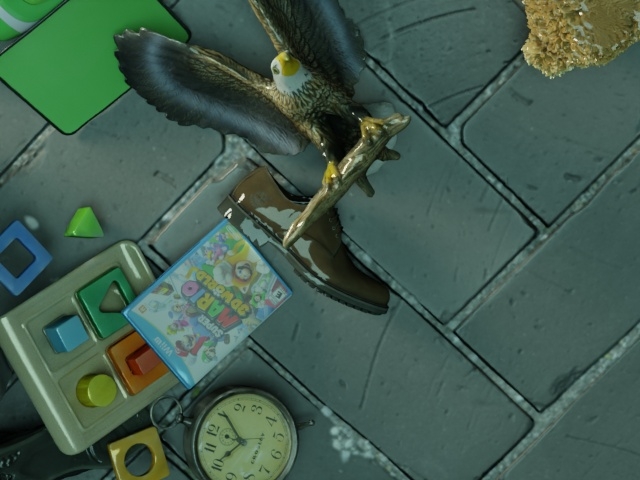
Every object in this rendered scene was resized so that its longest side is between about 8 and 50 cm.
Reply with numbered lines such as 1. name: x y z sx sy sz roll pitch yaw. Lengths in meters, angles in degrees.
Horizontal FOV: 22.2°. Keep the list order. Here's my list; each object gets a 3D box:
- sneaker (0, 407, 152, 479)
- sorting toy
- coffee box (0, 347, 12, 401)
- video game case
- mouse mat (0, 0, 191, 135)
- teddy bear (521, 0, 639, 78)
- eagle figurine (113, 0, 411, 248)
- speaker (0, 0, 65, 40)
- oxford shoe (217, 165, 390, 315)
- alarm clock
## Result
1. sneaker: -0.314 0.242 1.902 0.227 0.130 0.087 -24 99 -24
2. sorting toy: -0.246 0.122 1.846 0.196 0.047 0.347 -34 105 -27
3. coffee box: -0.555 0.094 1.723 0.338 0.334 0.338 -17 105 1
4. video game case: -0.129 0.071 1.864 0.166 0.015 0.119 -42 102 -14
5. mouse mat: -0.250 -0.208 1.784 0.190 0.007 0.152 -37 138 7
6. teddy bear: 0.242 -0.349 1.772 0.338 0.113 0.245 45 91 -3
7. eagle figurine: -0.043 -0.180 1.772 0.298 0.226 0.225 45 143 17
8. speaker: -0.260 -0.345 1.735 0.296 0.131 0.131 -38 102 7
9. oxford shoe: 0.000 0.000 1.849 0.227 0.083 0.096 39 95 -11
10. alarm clock: -0.111 0.226 1.892 0.192 0.064 0.129 25 83 -21
